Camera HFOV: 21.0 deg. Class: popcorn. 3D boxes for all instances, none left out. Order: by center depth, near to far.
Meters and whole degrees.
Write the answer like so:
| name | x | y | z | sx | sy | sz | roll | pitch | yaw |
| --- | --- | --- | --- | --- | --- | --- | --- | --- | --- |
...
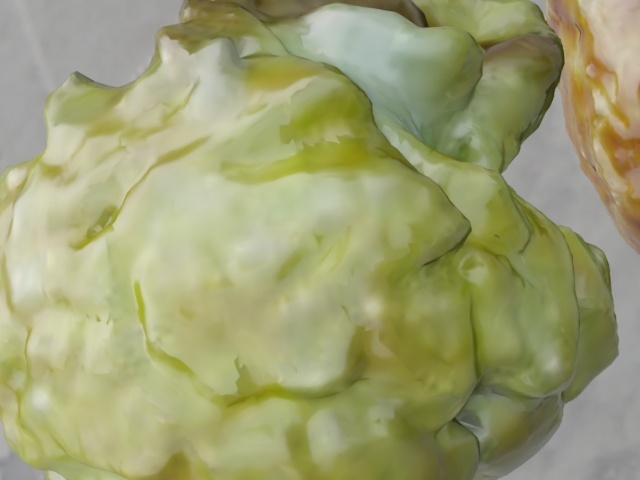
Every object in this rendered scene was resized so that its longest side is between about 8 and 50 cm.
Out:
| name | x | y | z | sx | sy | sz | roll | pitch | yaw |
| --- | --- | --- | --- | --- | --- | --- | --- | --- | --- |
| popcorn | 0.000 | 0.000 | 0.524 | 0.198 | 0.198 | 0.212 | 16 | 75 | 51 |

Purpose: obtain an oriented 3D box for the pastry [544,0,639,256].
| name | x | y | z | sx | sy | sz | roll | pitch | yaw |
| --- | --- | --- | --- | --- | --- | --- | --- | --- | --- |
| pastry | 0.301 | -0.107 | 0.953 | 0.388 | 0.388 | 0.312 | 9 | 77 | 51 |
